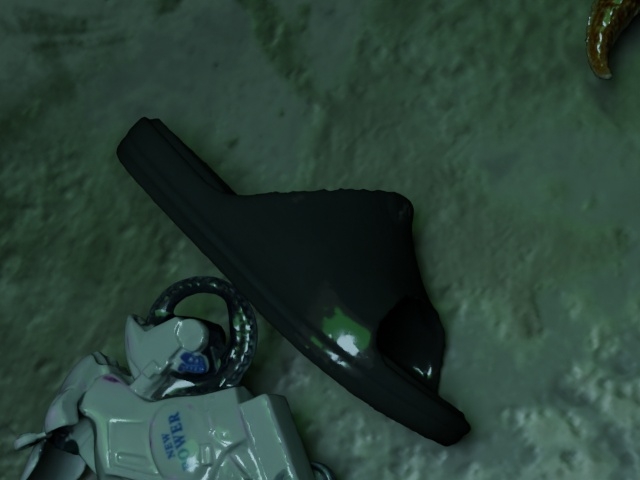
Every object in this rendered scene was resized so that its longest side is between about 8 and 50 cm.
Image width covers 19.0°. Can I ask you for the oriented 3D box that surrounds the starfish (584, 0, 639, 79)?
[{"bbox_3d":[0.222,-0.172,1.011,0.213,0.057,0.238,-22,72,-1],"label":"starfish"}]

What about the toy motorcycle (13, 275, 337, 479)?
[{"bbox_3d":[-0.071,0.138,0.972,0.150,0.102,0.221,-25,76,14],"label":"toy motorcycle"}]

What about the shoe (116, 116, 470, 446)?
[{"bbox_3d":[0.000,0.000,0.988,0.241,0.108,0.093,43,91,23],"label":"shoe"}]
